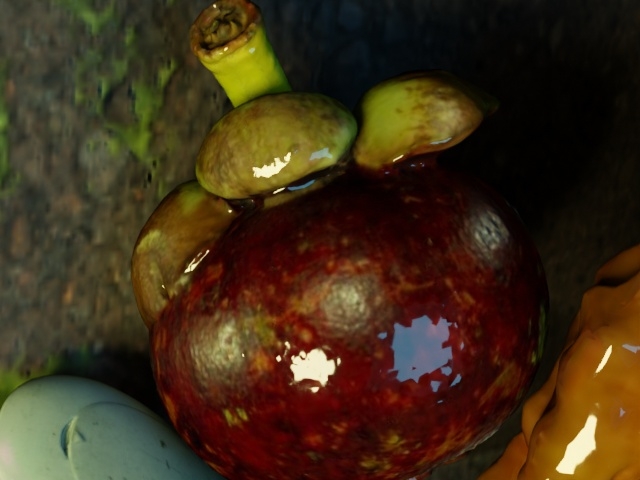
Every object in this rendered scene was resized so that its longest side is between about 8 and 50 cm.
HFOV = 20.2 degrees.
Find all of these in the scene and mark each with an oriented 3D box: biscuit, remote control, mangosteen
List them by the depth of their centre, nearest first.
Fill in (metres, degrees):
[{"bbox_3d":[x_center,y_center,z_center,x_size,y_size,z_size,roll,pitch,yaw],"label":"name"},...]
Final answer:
[{"bbox_3d":[0.000,0.008,0.673,0.156,0.181,0.146,-25,163,-18],"label":"mangosteen"},{"bbox_3d":[-0.035,0.136,0.694,0.256,0.045,0.097,47,33,-39],"label":"remote control"},{"bbox_3d":[0.188,0.021,0.758,0.318,0.110,0.312,-59,163,14],"label":"biscuit"}]
